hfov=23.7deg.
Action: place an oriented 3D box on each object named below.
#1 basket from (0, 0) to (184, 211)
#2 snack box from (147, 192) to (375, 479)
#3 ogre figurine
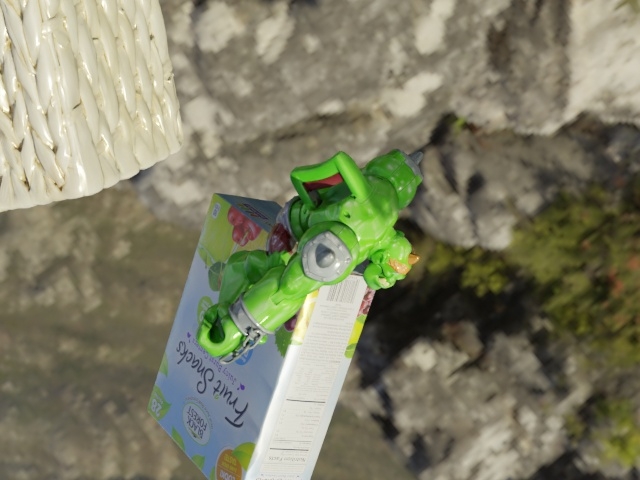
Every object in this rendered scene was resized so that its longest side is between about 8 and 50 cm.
[{"bbox_3d":[-0.137,-0.099,0.666,0.103,0.113,0.167,-5,105,23],"label":"basket"},{"bbox_3d":[-0.052,0.088,1.237,0.174,0.070,0.207,35,113,53],"label":"snack box"},{"bbox_3d":[0.000,0.000,1.008,0.118,0.197,0.096,-32,82,42],"label":"ogre figurine"}]
